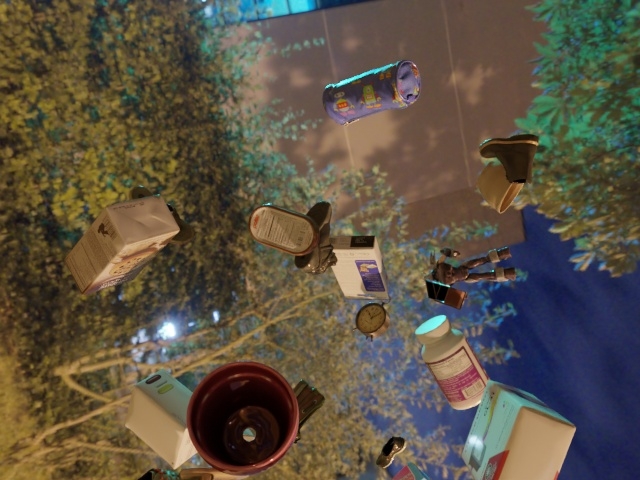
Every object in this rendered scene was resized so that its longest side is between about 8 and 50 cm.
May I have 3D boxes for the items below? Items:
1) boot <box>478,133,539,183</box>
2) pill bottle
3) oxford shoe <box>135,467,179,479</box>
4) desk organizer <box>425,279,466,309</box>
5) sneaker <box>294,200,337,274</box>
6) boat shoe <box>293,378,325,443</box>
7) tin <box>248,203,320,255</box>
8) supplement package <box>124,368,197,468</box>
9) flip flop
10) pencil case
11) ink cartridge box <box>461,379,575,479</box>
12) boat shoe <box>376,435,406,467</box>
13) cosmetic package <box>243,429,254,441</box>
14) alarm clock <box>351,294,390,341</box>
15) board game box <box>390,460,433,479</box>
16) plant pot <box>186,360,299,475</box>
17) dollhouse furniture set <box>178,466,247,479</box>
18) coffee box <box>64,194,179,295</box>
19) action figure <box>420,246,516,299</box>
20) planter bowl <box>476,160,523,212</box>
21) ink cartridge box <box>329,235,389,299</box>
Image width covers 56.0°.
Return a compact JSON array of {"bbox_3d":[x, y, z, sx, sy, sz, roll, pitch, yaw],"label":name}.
[{"bbox_3d":[0.523,-0.220,1.715,0.198,0.076,0.137,-5,-105,63],"label":"boot"},{"bbox_3d":[0.457,0.420,2.100,0.302,0.169,0.169,60,-13,-4],"label":"pill bottle"},{"bbox_3d":[-0.392,0.658,1.583,0.123,0.348,0.130,10,-70,62],"label":"oxford shoe"},{"bbox_3d":[0.305,0.133,1.508,0.047,0.050,0.130,-70,-162,-2],"label":"desk organizer"},{"bbox_3d":[0.000,0.000,1.816,0.130,0.087,0.228,37,59,-50],"label":"sneaker"},{"bbox_3d":[-0.105,0.579,1.851,0.104,0.307,0.111,34,-14,14],"label":"boat shoe"},{"bbox_3d":[-0.094,-0.028,1.529,0.040,0.189,0.106,2,106,-76],"label":"tin"},{"bbox_3d":[-0.540,0.629,2.138,0.261,0.145,0.204,31,-61,21],"label":"supplement package"},{"bbox_3d":[-0.558,-0.094,2.131,0.277,0.112,0.080,46,-41,-6],"label":"flip flop"},{"bbox_3d":[0.142,-0.414,1.720,0.306,0.119,0.133,-6,-81,46],"label":"pencil case"},{"bbox_3d":[0.448,0.475,1.408,0.306,0.131,0.226,61,49,-87],"label":"ink cartridge box"},{"bbox_3d":[0.190,0.593,1.690,0.049,0.042,0.133,-94,-151,-50],"label":"boat shoe"},{"bbox_3d":[-0.297,0.587,1.823,0.238,0.127,0.107,18,-86,66],"label":"cosmetic package"},{"bbox_3d":[0.213,0.292,2.313,0.129,0.192,0.064,25,-12,42],"label":"alarm clock"},{"bbox_3d":[0.206,0.814,1.785,0.064,0.316,0.242,45,-4,42],"label":"board game box"},{"bbox_3d":[-0.139,0.353,1.150,0.180,0.201,0.201,88,-19,-59],"label":"plant pot"},{"bbox_3d":[-0.139,0.610,1.121,0.394,0.256,0.362,119,-29,-55],"label":"dollhouse furniture set"},{"bbox_3d":[-0.526,0.015,1.585,0.297,0.168,0.119,-38,-101,40],"label":"coffee box"},{"bbox_3d":[0.449,0.100,1.856,0.099,0.284,0.185,28,52,-78],"label":"action figure"},{"bbox_3d":[0.555,-0.182,1.871,0.109,0.162,0.162,35,-32,23],"label":"planter bowl"},{"bbox_3d":[0.140,0.105,2.159,0.371,0.175,0.069,68,27,-52],"label":"ink cartridge box"}]
